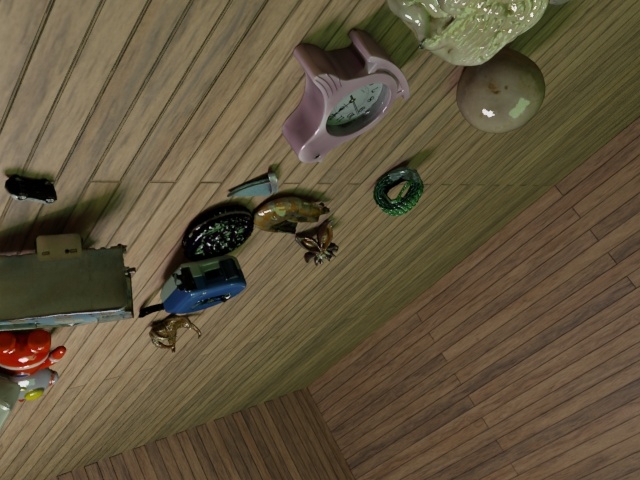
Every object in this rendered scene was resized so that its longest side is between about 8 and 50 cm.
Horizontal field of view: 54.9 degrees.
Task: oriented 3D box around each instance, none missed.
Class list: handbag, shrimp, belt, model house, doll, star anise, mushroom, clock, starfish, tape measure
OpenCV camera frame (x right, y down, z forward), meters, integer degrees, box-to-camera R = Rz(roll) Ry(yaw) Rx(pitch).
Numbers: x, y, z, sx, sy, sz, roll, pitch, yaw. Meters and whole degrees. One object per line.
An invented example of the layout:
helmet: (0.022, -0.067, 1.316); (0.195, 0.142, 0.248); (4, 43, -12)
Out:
handbag: (-0.839, 0.373, 1.447); (0.219, 0.079, 0.256); (28, 133, -20)
shrimp: (-0.078, -0.056, 1.622); (0.145, 0.059, 0.254); (-38, 158, 26)
belt: (0.221, -0.144, 1.738); (0.151, 0.121, 0.079); (-37, 156, 5)
model house: (-0.502, 0.088, 1.216); (0.270, 0.178, 0.206); (-7, 168, -16)
doll: (-0.737, 0.320, 1.514); (0.199, 0.106, 0.336); (-1, 146, -28)
star anise: (0.000, 0.000, 1.913); (0.148, 0.218, 0.227); (-62, -161, 3)
mushroom: (0.431, -0.365, 1.475); (0.204, 0.204, 0.204); (-26, 159, -11)
clock: (0.022, -0.283, 1.216); (0.275, 0.080, 0.290); (-37, 158, 14)
starfish: (-0.441, 0.283, 1.873); (0.146, 0.074, 0.190); (-22, 158, -18)
tape measure: (-0.334, 0.143, 1.618); (0.215, 0.098, 0.351); (-13, 167, -36)

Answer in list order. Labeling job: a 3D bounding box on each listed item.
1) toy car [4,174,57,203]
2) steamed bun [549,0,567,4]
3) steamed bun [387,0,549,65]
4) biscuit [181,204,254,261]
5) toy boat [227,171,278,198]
toy car: (-0.486, -0.083, 1.033); (0.025, 0.041, 0.093); (-33, 160, 26)
steamed bun: (0.462, -0.550, 1.111); (0.231, 0.145, 0.232); (-37, 172, -6)
steamed bun: (0.233, -0.448, 0.961); (0.274, 0.206, 0.320); (-7, 153, -17)
biscuit: (-0.247, -0.016, 1.492); (0.194, 0.053, 0.195); (-27, 160, -11)
toy boat: (-0.159, -0.118, 1.425); (0.122, 0.034, 0.096); (-18, 157, -9)
